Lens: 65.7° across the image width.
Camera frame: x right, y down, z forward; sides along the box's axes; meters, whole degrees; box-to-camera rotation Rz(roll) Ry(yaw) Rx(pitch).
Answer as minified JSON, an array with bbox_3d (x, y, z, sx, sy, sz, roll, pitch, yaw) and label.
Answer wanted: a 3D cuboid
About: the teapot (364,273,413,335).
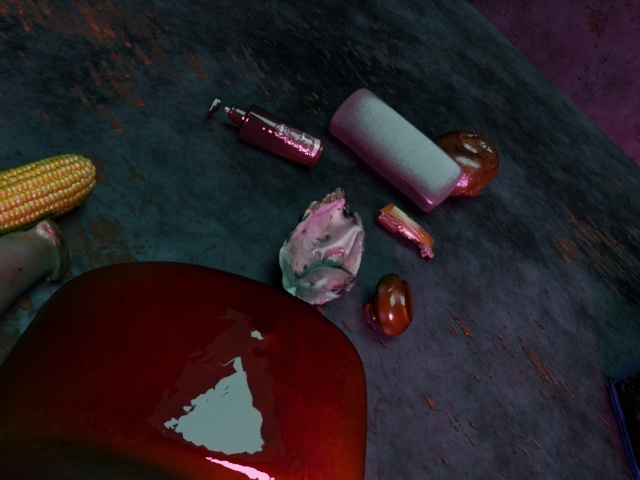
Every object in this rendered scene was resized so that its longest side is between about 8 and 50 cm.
[{"bbox_3d":[0.115,0.108,0.855,0.129,0.078,0.098,-68,143,-58],"label":"teapot"}]

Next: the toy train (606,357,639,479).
[{"bbox_3d":[0.731,0.371,0.969,0.265,0.188,0.300,22,44,-11],"label":"toy train"}]

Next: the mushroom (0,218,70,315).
[{"bbox_3d":[-0.378,0.046,0.537,0.093,0.116,0.225,3,34,15],"label":"mushroom"}]

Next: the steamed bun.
[{"bbox_3d":[-0.113,0.169,0.494,0.379,0.248,0.235,26,43,-15],"label":"steamed bun"}]

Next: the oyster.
[{"bbox_3d":[0.002,-0.002,0.857,0.199,0.087,0.252,19,51,-35],"label":"oyster"}]

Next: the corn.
[{"bbox_3d":[-0.394,-0.043,0.616,0.081,0.081,0.248,43,41,6],"label":"corn"}]

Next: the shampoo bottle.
[{"bbox_3d":[-0.109,-0.221,0.999,0.236,0.067,0.068,25,32,-14],"label":"shampoo bottle"}]

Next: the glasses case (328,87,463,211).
[{"bbox_3d":[0.172,-0.211,1.142,0.323,0.074,0.131,41,78,5],"label":"glasses case"}]

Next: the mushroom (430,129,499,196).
[{"bbox_3d":[0.354,-0.205,1.257,0.194,0.138,0.231,39,41,2],"label":"mushroom"}]

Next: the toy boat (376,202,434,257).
[{"bbox_3d":[0.182,-0.018,1.037,0.149,0.049,0.047,40,-2,-4],"label":"toy boat"}]
